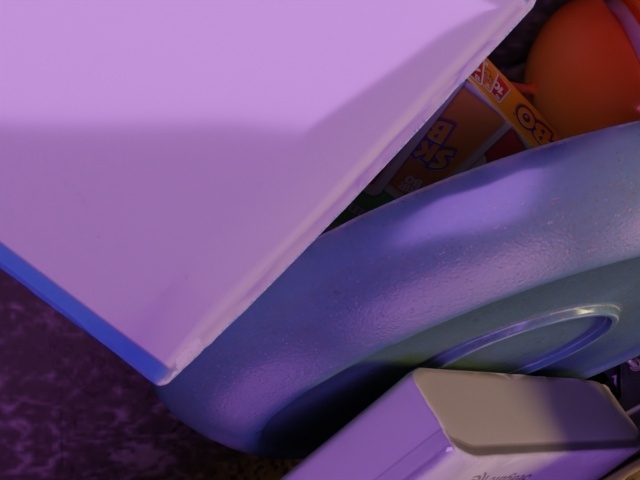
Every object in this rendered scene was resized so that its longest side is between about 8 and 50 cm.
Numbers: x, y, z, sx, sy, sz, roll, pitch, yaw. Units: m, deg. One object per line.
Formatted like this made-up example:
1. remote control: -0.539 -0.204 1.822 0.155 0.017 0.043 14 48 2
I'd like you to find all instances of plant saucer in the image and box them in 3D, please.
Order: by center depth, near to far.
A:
1. plant saucer: 0.081 0.036 0.627 0.318 0.317 0.043 -20 71 2

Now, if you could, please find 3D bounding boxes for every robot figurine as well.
1. robot figurine: 0.195 -0.081 0.678 0.219 0.158 0.128 -20 82 2

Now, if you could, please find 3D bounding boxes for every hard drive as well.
1. hard drive: -0.020 0.188 0.694 0.353 0.233 0.047 -42 65 20

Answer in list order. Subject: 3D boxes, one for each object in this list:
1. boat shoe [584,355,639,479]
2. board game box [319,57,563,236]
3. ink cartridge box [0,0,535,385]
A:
1. boat shoe: 0.175 0.078 0.763 0.206 0.075 0.065 -41 109 16
2. board game box: 0.000 0.000 0.684 0.124 0.039 0.259 43 130 -17
3. ink cartridge box: -0.072 -0.120 0.562 0.198 0.270 0.197 40 104 -17
